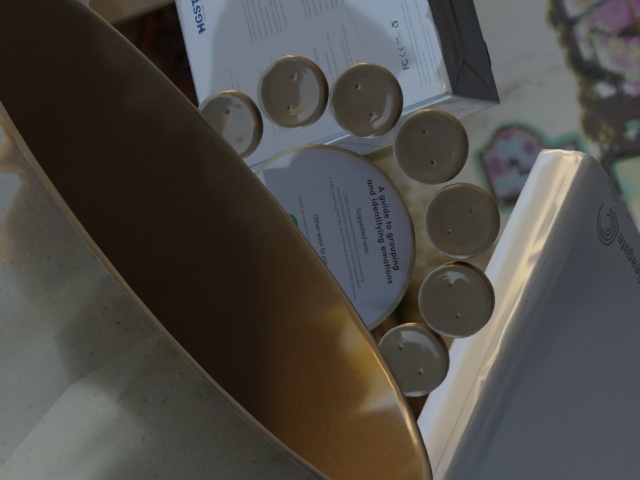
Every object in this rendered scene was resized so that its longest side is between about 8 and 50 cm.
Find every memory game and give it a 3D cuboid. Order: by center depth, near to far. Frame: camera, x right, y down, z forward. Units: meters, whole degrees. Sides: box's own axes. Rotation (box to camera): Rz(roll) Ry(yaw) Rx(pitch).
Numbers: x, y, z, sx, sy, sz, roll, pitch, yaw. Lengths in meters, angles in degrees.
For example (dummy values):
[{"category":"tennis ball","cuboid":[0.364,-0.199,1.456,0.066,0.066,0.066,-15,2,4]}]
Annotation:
[{"category":"memory game","cuboid":[0.000,0.000,0.734,0.012,0.186,0.186,-19,-89,-67]}]

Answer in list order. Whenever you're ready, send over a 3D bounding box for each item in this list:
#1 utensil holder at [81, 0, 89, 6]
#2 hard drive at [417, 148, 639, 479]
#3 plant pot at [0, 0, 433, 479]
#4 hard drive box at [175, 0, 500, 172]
[{"category":"utensil holder","cuboid":[-0.387,-0.218,1.452,0.327,0.327,0.385,-55,-18,-59]},{"category":"hard drive","cuboid":[0.125,0.155,0.888,0.233,0.047,0.353,52,-125,-42]},{"category":"plant pot","cuboid":[-0.144,0.076,0.559,0.256,0.274,0.256,49,-169,-13]},{"category":"hard drive box","cuboid":[0.008,-0.162,1.217,0.089,0.232,0.181,1,-106,-58]}]
